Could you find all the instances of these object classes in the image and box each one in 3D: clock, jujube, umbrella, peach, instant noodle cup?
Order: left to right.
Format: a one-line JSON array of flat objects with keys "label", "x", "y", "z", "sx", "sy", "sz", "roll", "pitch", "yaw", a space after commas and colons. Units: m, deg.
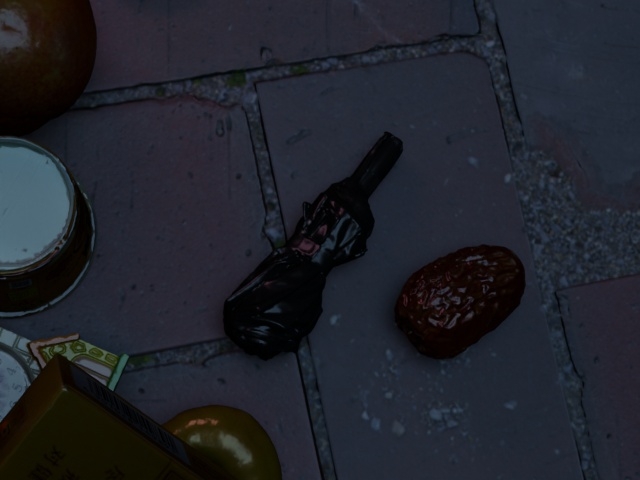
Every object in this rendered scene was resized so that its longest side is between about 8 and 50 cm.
[{"label": "clock", "x": -0.383, "y": 0.189, "z": 1.837, "sx": 0.255, "sy": 0.106, "sz": 0.220, "roll": 24, "pitch": 76, "yaw": -5}, {"label": "peach", "x": -0.377, "y": -0.234, "z": 1.865, "sx": 0.231, "sy": 0.231, "sz": 0.231, "roll": 2, "pitch": 79, "yaw": -11}, {"label": "instant noodle cup", "x": -0.365, "y": -0.025, "z": 1.847, "sx": 0.215, "sy": 0.172, "sz": 0.216, "roll": 2, "pitch": 80, "yaw": -10}, {"label": "peach", "x": -0.133, "y": 0.283, "z": 1.870, "sx": 0.179, "sy": 0.103, "sz": 0.179, "roll": 0, "pitch": 90, "yaw": -11}, {"label": "umbrella", "x": 0.000, "y": 0.000, "z": 1.961, "sx": 0.118, "sy": 0.118, "sz": 0.340, "roll": 36, "pitch": 69, "yaw": -3}, {"label": "jujube", "x": 0.176, "y": 0.071, "z": 1.976, "sx": 0.176, "sy": 0.109, "sz": 0.112, "roll": -33, "pitch": 123, "yaw": -23}]

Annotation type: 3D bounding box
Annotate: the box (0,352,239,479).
[{"label": "box", "x": -0.203, "y": 0.352, "z": 1.745, "sx": 0.415, "sy": 0.116, "sz": 0.264, "roll": 37, "pitch": 92, "yaw": -21}]
